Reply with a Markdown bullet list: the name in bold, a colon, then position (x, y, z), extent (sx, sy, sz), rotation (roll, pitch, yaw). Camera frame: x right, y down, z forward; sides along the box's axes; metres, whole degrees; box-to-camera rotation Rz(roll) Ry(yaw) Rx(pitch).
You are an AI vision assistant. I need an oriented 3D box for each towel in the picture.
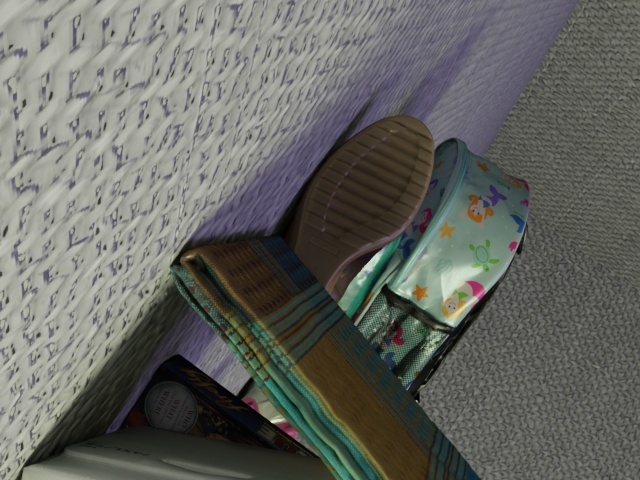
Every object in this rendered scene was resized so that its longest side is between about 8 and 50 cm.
- **towel**: position (0.050, 0.149, 0.864), extent (0.040, 0.370, 0.271), rotation (-40, 175, 8)

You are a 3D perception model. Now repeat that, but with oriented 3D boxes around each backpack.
- **backpack**: position (0.102, 0.016, 1.295), extent (0.253, 0.191, 0.225), rotation (-50, -171, 27)

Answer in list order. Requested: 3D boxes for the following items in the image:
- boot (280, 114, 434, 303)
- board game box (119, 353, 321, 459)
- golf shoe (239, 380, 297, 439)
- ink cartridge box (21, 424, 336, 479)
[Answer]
- **boot**: position (0.000, 0.000, 1.118), extent (0.248, 0.090, 0.207), rotation (-55, -174, -6)
- **board game box**: position (-0.116, 0.236, 0.989), extent (0.243, 0.165, 0.042), rotation (-57, 173, 15)
- **golf shoe**: position (-0.035, 0.183, 1.675), extent (0.306, 0.115, 0.140), rotation (-48, -176, -2)
- **ink cartridge box**: position (-0.085, 0.278, 0.816), extent (0.197, 0.198, 0.270), rotation (4, 95, -78)
